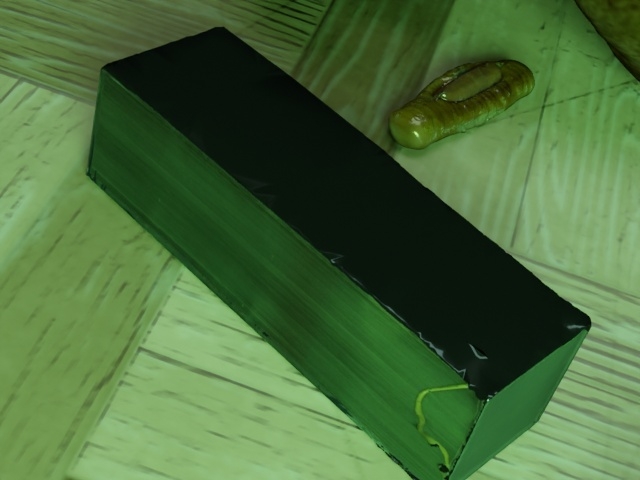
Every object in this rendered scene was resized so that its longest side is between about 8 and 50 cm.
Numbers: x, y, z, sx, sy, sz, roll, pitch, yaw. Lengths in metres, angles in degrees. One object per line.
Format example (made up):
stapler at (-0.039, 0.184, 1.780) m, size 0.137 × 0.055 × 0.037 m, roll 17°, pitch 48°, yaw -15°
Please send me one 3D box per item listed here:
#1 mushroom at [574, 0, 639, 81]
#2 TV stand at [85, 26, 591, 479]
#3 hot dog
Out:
mushroom at (0.174, -0.224, 0.817) m, size 0.334 × 0.356 × 0.331 m, roll 35°, pitch 12°, yaw -48°
TV stand at (0.000, 0.000, 0.595) m, size 0.269 × 0.082 × 0.088 m, roll 41°, pitch 46°, yaw 23°
hot dog at (0.092, -0.094, 0.768) m, size 0.137 × 0.028 × 0.044 m, roll -28°, pitch 51°, yaw -37°
